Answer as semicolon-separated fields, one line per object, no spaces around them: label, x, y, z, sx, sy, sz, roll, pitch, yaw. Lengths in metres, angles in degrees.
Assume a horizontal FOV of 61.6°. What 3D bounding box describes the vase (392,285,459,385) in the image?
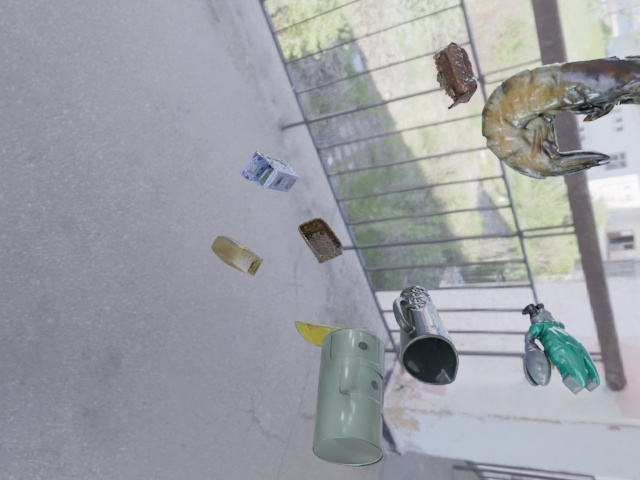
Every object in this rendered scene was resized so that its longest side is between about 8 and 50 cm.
vase;0.292;0.251;1.591;0.251;0.156;0.301;45;21;-21

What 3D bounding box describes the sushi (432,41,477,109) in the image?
sushi;0.203;-0.252;0.813;0.052;0.055;0.120;-3;65;-24

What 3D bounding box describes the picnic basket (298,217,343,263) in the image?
picnic basket;0.000;0.000;1.892;0.055;0.110;0.193;79;-17;-45

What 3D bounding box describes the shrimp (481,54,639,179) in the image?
shrimp;0.493;-0.226;1.014;0.071;0.365;0.233;-60;143;-51

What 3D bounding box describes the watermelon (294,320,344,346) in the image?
watermelon;0.007;0.309;1.743;0.092;0.181;0.075;27;72;-63

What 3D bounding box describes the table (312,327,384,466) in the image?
table;0.055;0.287;1.002;0.126;0.126;0.220;54;31;-38

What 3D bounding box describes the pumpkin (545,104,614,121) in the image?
pumpkin;0.638;-0.365;1.354;0.119;0.183;0.107;-36;114;-14

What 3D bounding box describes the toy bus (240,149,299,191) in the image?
toy bus;-0.122;-0.166;1.326;0.076;0.073;0.167;43;16;18

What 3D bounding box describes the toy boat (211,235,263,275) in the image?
toy boat;-0.191;0.033;1.230;0.077;0.200;0.057;32;85;-34

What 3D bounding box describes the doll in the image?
doll;0.639;0.301;1.442;0.258;0.195;0.153;-76;-177;-47
